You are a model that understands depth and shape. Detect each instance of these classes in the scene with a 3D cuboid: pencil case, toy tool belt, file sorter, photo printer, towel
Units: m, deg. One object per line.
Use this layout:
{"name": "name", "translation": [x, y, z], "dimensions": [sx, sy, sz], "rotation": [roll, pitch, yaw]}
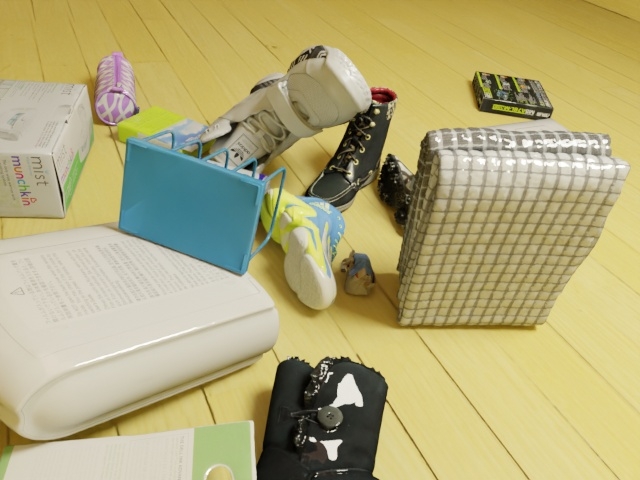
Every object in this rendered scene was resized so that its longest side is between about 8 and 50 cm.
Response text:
{"name": "pencil case", "translation": [-0.435, -0.322, 1.162], "dimensions": [0.086, 0.088, 0.206], "rotation": [-5, 38, -20]}
{"name": "toy tool belt", "translation": [0.057, 0.039, 0.818], "dimensions": [0.052, 0.051, 0.083], "rotation": [3, 37, -8]}
{"name": "file sorter", "translation": [-0.143, -0.056, 0.681], "dimensions": [0.170, 0.118, 0.104], "rotation": [19, 25, 8]}
{"name": "photo printer", "translation": [-0.240, 0.079, 0.629], "dimensions": [0.307, 0.107, 0.256], "rotation": [-14, 40, -41]}
{"name": "towel", "translation": [0.229, -0.013, 0.729], "dimensions": [0.235, 0.283, 0.121], "rotation": [0, 42, -6]}

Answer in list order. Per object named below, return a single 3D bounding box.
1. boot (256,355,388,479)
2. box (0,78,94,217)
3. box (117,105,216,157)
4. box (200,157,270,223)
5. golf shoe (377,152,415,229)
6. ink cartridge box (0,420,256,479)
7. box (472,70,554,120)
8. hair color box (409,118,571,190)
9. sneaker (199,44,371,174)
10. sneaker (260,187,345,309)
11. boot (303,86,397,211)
{"name": "boot", "translation": [0.050, 0.219, 0.548], "dimensions": [0.246, 0.094, 0.207], "rotation": [9, 41, 10]}
{"name": "box", "translation": [-0.522, -0.163, 0.907], "dimensions": [0.231, 0.126, 0.262], "rotation": [0, 38, -11]}
{"name": "box", "translation": [-0.291, -0.205, 1.074], "dimensions": [0.178, 0.042, 0.109], "rotation": [23, 41, 18]}
{"name": "box", "translation": [-0.167, -0.063, 0.891], "dimensions": [0.137, 0.072, 0.126], "rotation": [15, 37, 9]}
{"name": "golf shoe", "translation": [0.167, -0.082, 0.991], "dimensions": [0.094, 0.077, 0.198], "rotation": [5, 43, -23]}
{"name": "ink cartridge box", "translation": [-0.172, 0.254, 0.479], "dimensions": [0.235, 0.056, 0.171], "rotation": [-3, 38, -8]}
{"name": "box", "translation": [0.508, -0.388, 1.467], "dimensions": [0.184, 0.045, 0.190], "rotation": [7, 38, 2]}
{"name": "hair color box", "translation": [0.355, -0.108, 0.963], "dimensions": [0.374, 0.113, 0.185], "rotation": [-15, 51, -38]}
{"name": "sneaker", "translation": [-0.071, -0.192, 0.919], "dimensions": [0.210, 0.137, 0.366], "rotation": [-48, 24, -15]}
{"name": "sneaker", "translation": [0.000, 0.000, 0.829], "dimensions": [0.126, 0.091, 0.240], "rotation": [-3, 45, -28]}
{"name": "boot", "translation": [0.055, -0.163, 0.973], "dimensions": [0.085, 0.178, 0.236], "rotation": [27, 39, 18]}
